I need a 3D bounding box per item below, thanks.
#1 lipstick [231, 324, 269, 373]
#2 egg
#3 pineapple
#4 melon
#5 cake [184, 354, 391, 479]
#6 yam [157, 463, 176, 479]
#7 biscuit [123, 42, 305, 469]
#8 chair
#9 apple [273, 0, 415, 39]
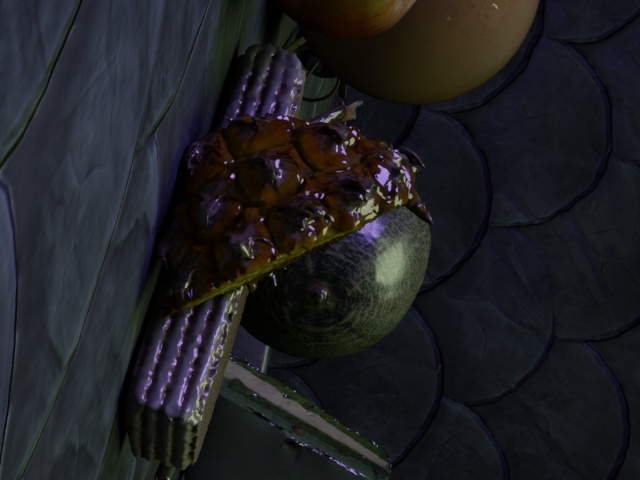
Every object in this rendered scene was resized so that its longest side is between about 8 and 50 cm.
[{"bbox_3d":[-0.126,0.235,2.360,0.068,0.066,0.317,-70,174,-59],"label":"lipstick"},{"bbox_3d":[0.109,-0.318,1.777,0.374,0.301,0.301,81,23,-69],"label":"egg"},{"bbox_3d":[-0.011,-0.063,1.392,0.161,0.334,0.158,-34,-104,48],"label":"pineapple"},{"bbox_3d":[0.000,0.000,1.740,0.329,0.248,0.249,-84,-173,-71],"label":"melon"},{"bbox_3d":[-0.057,0.312,2.153,0.172,0.283,0.158,-59,-177,18],"label":"cake"},{"bbox_3d":[-0.177,0.260,1.854,0.116,0.021,0.021,-70,174,-64],"label":"yam"},{"bbox_3d":[-0.099,0.008,1.504,0.144,0.078,0.426,103,3,-61],"label":"biscuit"},{"bbox_3d":[-0.008,-0.241,2.118,0.095,0.104,0.221,-47,-172,30],"label":"chair"},{"bbox_3d":[0.021,-0.300,1.439,0.235,0.173,0.210,-33,142,-73],"label":"apple"}]
